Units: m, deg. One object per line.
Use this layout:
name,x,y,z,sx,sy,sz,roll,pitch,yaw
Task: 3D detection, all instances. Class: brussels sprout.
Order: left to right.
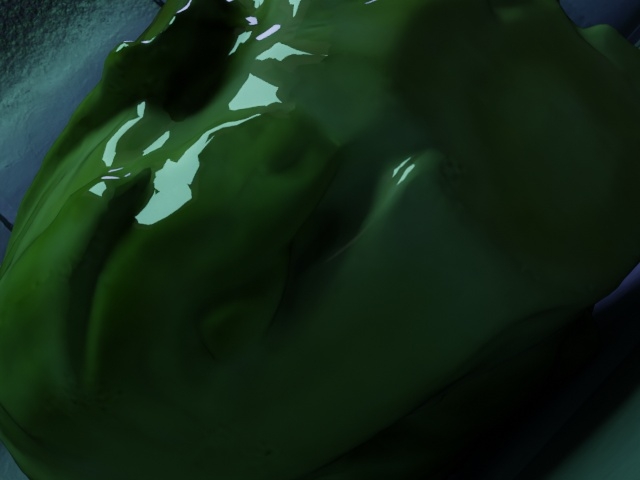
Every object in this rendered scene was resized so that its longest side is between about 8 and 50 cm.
brussels sprout,0.000,0.000,0.585,0.328,0.247,0.328,-49,14,16
